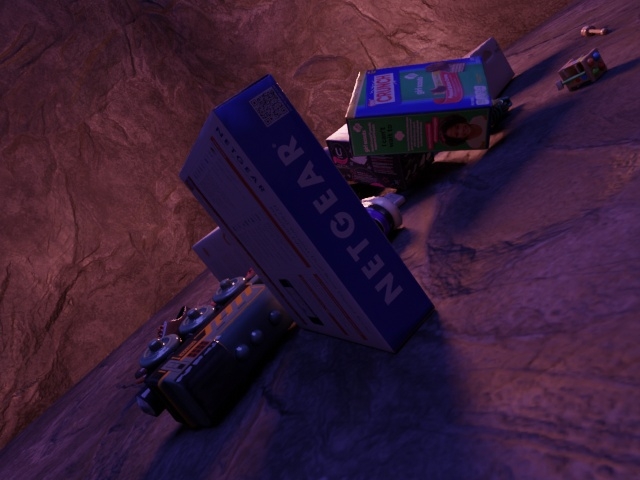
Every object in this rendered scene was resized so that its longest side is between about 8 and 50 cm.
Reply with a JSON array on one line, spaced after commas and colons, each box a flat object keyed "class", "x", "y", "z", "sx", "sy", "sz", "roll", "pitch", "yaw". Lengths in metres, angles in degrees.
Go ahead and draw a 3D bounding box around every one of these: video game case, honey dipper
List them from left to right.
[{"class": "video game case", "x": 0.135, "y": -0.067, "z": 1.109, "sx": 0.157, "sy": 0.019, "sz": 0.143, "roll": -37, "pitch": 10, "yaw": 3}, {"class": "honey dipper", "x": 0.785, "y": -0.599, "z": 1.237, "sx": 0.030, "sy": 0.031, "sz": 0.161, "roll": -32, "pitch": 13, "yaw": 25}]

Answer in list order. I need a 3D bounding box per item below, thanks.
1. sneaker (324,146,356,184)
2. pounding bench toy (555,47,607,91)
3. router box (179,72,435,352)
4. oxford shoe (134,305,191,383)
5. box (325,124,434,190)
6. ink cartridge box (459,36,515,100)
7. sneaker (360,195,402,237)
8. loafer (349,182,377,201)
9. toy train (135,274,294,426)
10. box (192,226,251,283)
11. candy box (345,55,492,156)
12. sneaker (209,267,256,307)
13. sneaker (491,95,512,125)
[{"class": "sneaker", "x": 0.084, "y": -0.234, "z": 1.461, "sx": 0.315, "sy": 0.127, "sz": 0.182, "roll": -30, "pitch": -15, "yaw": -38}, {"class": "pounding bench toy", "x": 0.539, "y": -0.347, "z": 0.899, "sx": 0.083, "sy": 0.052, "sz": 0.065, "roll": -41, "pitch": 12, "yaw": -18}, {"class": "router box", "x": -0.044, "y": -0.011, "z": 0.609, "sx": 0.082, "sy": 0.336, "sz": 0.301, "roll": -41, "pitch": 13, "yaw": -22}, {"class": "oxford shoe", "x": -0.445, "y": 0.294, "z": 1.240, "sx": 0.096, "sy": 0.098, "sz": 0.271, "roll": -31, "pitch": 12, "yaw": 31}, {"class": "box", "x": 0.169, "y": -0.258, "z": 1.224, "sx": 0.247, "sy": 0.142, "sz": 0.163, "roll": 17, "pitch": 50, "yaw": 41}, {"class": "ink cartridge box", "x": 0.458, "y": -0.518, "z": 1.577, "sx": 0.394, "sy": 0.166, "sz": 0.285, "roll": -26, "pitch": 16, "yaw": 50}, {"class": "sneaker", "x": 0.033, "y": -0.005, "z": 0.951, "sx": 0.146, "sy": 0.102, "sz": 0.293, "roll": -45, "pitch": 13, "yaw": -32}, {"class": "loafer", "x": 0.110, "y": -0.155, "z": 1.399, "sx": 0.080, "sy": 0.078, "sz": 0.220, "roll": -25, "pitch": 16, "yaw": 48}, {"class": "toy train", "x": -0.166, "y": 0.178, "z": 0.774, "sx": 0.190, "sy": 0.142, "sz": 0.334, "roll": -9, "pitch": 26, "yaw": 44}, {"class": "box", "x": -0.255, "y": 0.023, "z": 1.456, "sx": 0.168, "sy": 0.215, "sz": 0.345, "roll": -44, "pitch": 13, "yaw": -33}, {"class": "candy box", "x": 0.238, "y": -0.329, "z": 1.063, "sx": 0.316, "sy": 0.122, "sz": 0.268, "roll": -2, "pitch": 43, "yaw": 16}, {"class": "sneaker", "x": -0.158, "y": 0.129, "z": 1.018, "sx": 0.276, "sy": 0.098, "sz": 0.135, "roll": -43, "pitch": 11, "yaw": -16}, {"class": "sneaker", "x": 0.446, "y": -0.332, "z": 1.121, "sx": 0.076, "sy": 0.065, "sz": 0.166, "roll": -19, "pitch": 22, "yaw": 47}]
